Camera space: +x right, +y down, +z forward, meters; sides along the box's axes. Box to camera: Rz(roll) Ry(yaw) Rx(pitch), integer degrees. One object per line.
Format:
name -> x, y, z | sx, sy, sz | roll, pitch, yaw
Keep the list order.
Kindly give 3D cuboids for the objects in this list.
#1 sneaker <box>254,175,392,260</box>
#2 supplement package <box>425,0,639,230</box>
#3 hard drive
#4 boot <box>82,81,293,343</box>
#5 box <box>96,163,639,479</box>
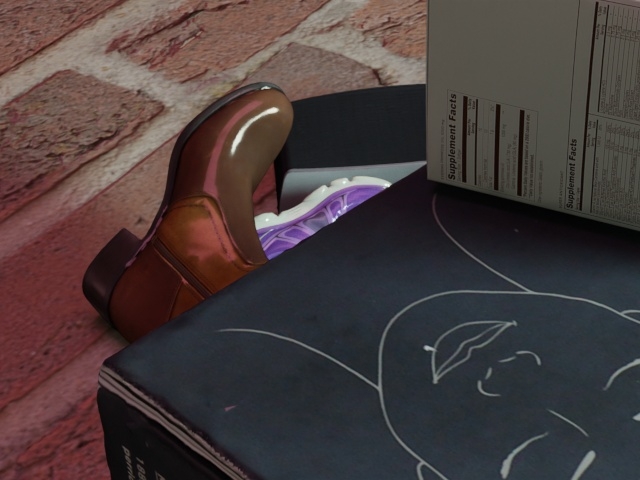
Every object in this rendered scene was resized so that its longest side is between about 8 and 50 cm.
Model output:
sneaker -> 0.000, 0.000, 1.439 | 0.170, 0.068, 0.071 | -25, 55, -12
supplement package -> 0.190, -0.121, 0.897 | 0.203, 0.149, 0.194 | 15, 41, 21
hard drive -> 0.079, -0.094, 1.547 | 0.255, 0.054, 0.172 | -5, 37, -1
boot -> -0.044, 0.015, 1.313 | 0.264, 0.096, 0.280 | -48, 49, -11
box -> 0.216, 0.167, 0.876 | 0.480, 0.297, 0.472 | -31, 43, -31
